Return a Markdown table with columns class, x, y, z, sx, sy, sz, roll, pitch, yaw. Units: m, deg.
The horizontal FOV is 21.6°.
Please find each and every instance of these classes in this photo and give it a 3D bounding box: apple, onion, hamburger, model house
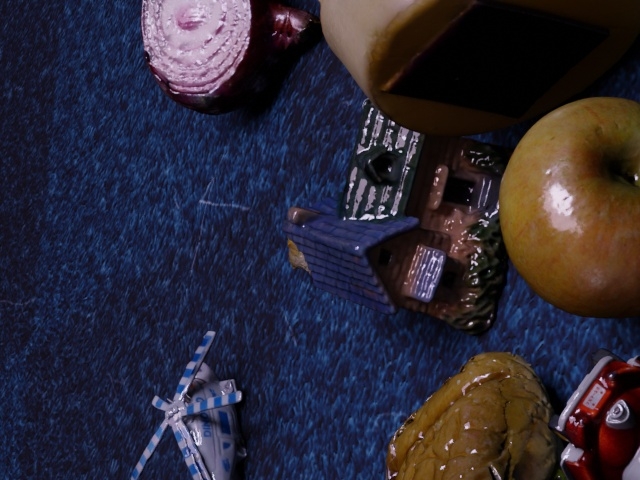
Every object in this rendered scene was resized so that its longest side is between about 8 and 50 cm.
| class | x | y | z | sx | sy | sz | roll | pitch | yaw |
| --- | --- | --- | --- | --- | --- | --- | --- | --- | --- |
| apple | 0.225 | -0.022 | 1.323 | 0.155 | 0.182 | 0.182 | 100 | 167 | -60 |
| onion | -0.092 | -0.245 | 1.955 | 0.218 | 0.140 | 0.195 | -2 | 80 | 21 |
| hamburger | 0.141 | -0.225 | 1.435 | 0.300 | 0.300 | 0.176 | -45 | 54 | 39 |
| hamburger | 0.125 | 0.203 | 1.418 | 0.183 | 0.130 | 0.206 | -49 | 38 | 31 |
| model house | 0.069 | -0.026 | 1.560 | 0.166 | 0.172 | 0.183 | 18 | 92 | 60 |

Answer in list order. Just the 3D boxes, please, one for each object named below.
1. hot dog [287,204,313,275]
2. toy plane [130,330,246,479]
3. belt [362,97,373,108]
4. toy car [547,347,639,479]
| class | x | y | z | sx | sy | sz | roll | pitch | yaw |
| --- | --- | --- | --- | --- | --- | --- | --- | --- | --- |
| hot dog | -0.001 | 0.001 | 1.760 | 0.169 | 0.061 | 0.078 | 20 | 93 | 58 |
| toy plane | -0.105 | 0.244 | 1.811 | 0.182 | 0.107 | 0.273 | -51 | 49 | 17 |
| belt | 0.067 | -0.090 | 1.682 | 0.100 | 0.065 | 0.179 | -97 | 20 | -71 |
| toy car | 0.245 | 0.153 | 1.258 | 0.112 | 0.139 | 0.112 | 32 | 83 | 38 |
